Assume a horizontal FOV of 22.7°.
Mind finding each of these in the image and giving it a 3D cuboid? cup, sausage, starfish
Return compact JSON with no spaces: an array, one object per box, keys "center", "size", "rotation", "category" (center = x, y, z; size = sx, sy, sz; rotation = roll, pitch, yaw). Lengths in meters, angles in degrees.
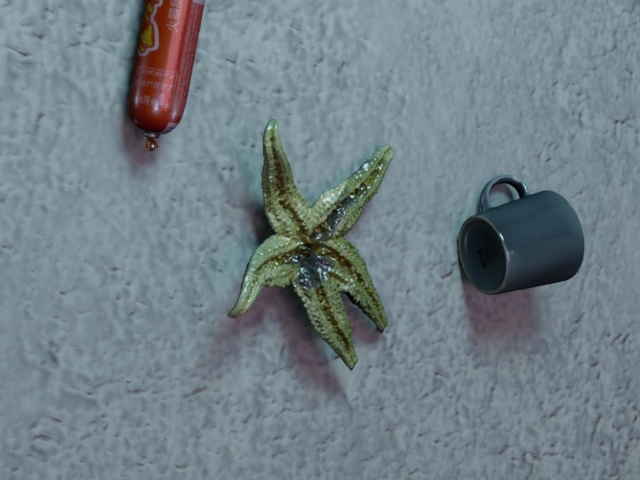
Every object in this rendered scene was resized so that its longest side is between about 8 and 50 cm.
[{"center":[0.159,-0.007,1.319],"size":[0.077,0.078,0.100],"rotation":[-13,70,-29],"category":"cup"},{"center":[-0.109,-0.135,1.122],"size":[0.048,0.050,0.145],"rotation":[4,98,-54],"category":"sausage"},{"center":[-0.002,0.000,1.213],"size":[0.217,0.050,0.223],"rotation":[-44,130,-30],"category":"starfish"}]
